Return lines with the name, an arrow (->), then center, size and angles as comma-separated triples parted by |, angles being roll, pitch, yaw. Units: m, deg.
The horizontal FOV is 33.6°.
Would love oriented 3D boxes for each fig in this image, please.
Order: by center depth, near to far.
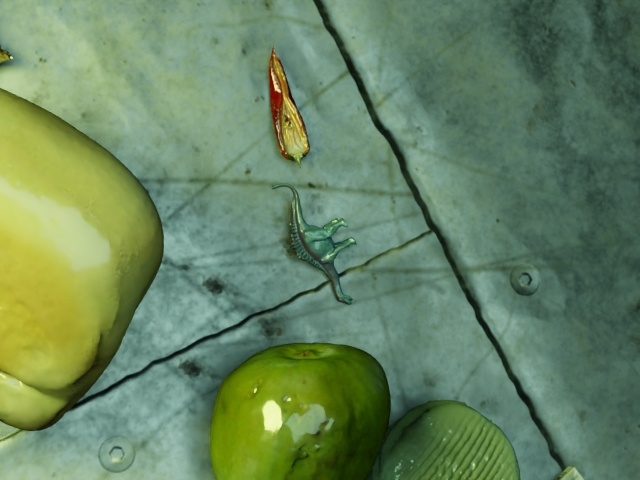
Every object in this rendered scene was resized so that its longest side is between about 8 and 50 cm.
fig -> -0.029, 0.278, 1.307 | 0.233, 0.233, 0.314 | 8, 74, -13

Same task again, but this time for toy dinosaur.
toy dinosaur -> 0.000, 0.000, 1.450 | 0.080, 0.045, 0.197 | -33, 99, -8

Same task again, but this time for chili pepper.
chili pepper -> -0.052, -0.184, 1.475 | 0.045, 0.027, 0.178 | -13, 85, -20

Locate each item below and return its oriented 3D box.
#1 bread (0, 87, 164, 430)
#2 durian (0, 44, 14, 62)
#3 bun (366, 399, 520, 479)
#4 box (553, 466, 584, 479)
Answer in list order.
bread -> -0.383, -0.001, 1.232 | 0.376, 0.253, 0.348 | 29, 119, -8
durian -> -0.577, -0.256, 1.310 | 0.341, 0.112, 0.191 | -21, 89, -14
bun -> 0.153, 0.324, 1.400 | 0.221, 0.108, 0.221 | 8, 68, -19
box -> 0.361, 0.369, 1.497 | 0.054, 0.024, 0.083 | -37, 91, -18
